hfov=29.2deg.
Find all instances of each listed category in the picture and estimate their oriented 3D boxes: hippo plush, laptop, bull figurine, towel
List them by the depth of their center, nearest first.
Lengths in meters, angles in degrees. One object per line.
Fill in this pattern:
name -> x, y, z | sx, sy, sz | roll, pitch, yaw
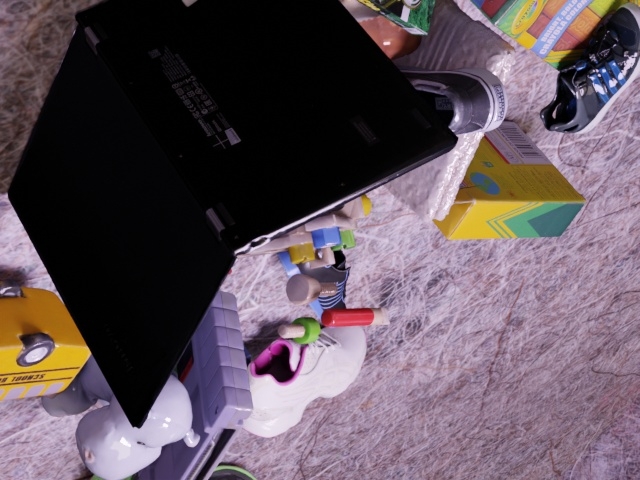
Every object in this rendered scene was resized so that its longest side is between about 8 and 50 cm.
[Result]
laptop -> -0.123, -0.080, 1.369 | 0.408, 0.382, 0.236 | -27, 148, -14
bull figurine -> 0.000, -0.257, 1.517 | 0.310, 0.101, 0.188 | -24, 140, -27
towel -> 0.150, -0.180, 1.655 | 0.049, 0.187, 0.282 | -7, 131, -40
hippo plush -> -0.258, 0.216, 1.765 | 0.294, 0.236, 0.234 | -41, 148, 8

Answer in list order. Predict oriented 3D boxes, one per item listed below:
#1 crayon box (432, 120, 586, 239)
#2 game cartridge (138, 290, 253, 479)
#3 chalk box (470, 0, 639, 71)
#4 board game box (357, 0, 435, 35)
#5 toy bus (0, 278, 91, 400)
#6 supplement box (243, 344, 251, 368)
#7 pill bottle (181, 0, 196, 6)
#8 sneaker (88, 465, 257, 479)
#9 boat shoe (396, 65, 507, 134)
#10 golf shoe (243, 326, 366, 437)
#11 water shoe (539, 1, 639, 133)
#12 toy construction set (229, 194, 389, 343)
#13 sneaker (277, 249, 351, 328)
crayon box -> 0.227, -0.097, 1.852 | 0.319, 0.202, 0.081 | 0, 134, -42
game cartridge -> -0.206, 0.267, 1.880 | 0.068, 0.230, 0.355 | 8, 134, -27
chalk box -> 0.267, -0.362, 1.560 | 0.180, 0.179, 0.289 | -48, 147, 19
board game box -> 0.107, -0.378, 1.394 | 0.136, 0.030, 0.259 | 17, 85, -55
toy bus -> -0.437, 0.129, 1.490 | 0.333, 0.108, 0.130 | 0, 137, -54
supplement box -> -0.163, 0.207, 2.014 | 0.083, 0.056, 0.083 | -22, 146, -21
pill bottle -> -0.081, -0.346, 1.311 | 0.215, 0.117, 0.117 | -36, 148, 0
sneaker -> -0.231, 0.508, 2.207 | 0.185, 0.202, 0.483 | -43, 147, 13
boat shoe -> 0.098, -0.164, 1.588 | 0.105, 0.306, 0.113 | -17, 107, -35
golf shoe -> -0.021, 0.203, 2.057 | 0.306, 0.115, 0.140 | -37, 142, -41
water shoe -> 0.356, -0.216, 1.598 | 0.080, 0.073, 0.203 | -9, 138, -32
toy construction set -> 0.000, 0.000, 1.694 | 0.257, 0.309, 0.237 | -44, 153, 27
sneaker -> 0.013, 0.065, 1.972 | 0.090, 0.081, 0.232 | -30, 147, 4
